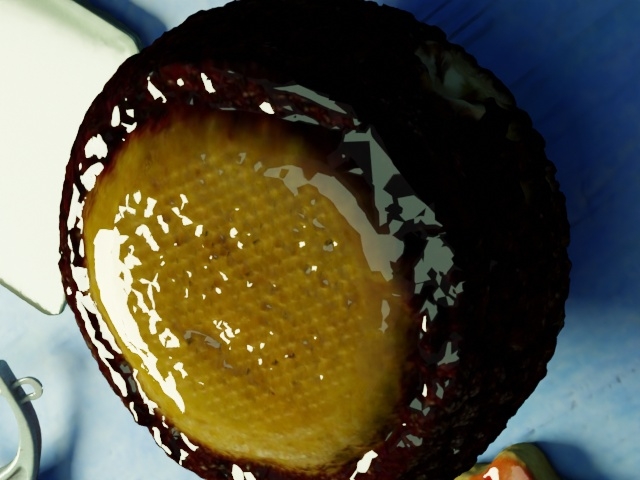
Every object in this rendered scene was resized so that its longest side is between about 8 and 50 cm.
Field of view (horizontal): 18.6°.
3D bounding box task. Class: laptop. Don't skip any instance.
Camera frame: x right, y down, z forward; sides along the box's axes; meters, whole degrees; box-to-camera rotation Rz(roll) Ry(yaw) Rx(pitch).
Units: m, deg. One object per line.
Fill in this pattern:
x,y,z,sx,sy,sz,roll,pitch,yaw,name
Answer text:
-0.222,-0.095,1.070,0.269,0.015,0.187,32,124,18,laptop

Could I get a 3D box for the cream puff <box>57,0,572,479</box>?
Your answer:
0.000,0.000,0.874,0.239,0.165,0.239,13,116,27,cream puff

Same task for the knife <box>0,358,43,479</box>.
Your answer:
-0.154,0.202,1.128,0.123,0.053,0.278,-19,99,32,knife

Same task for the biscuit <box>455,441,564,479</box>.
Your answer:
0.063,0.191,0.995,0.225,0.036,0.166,-31,90,37,biscuit
